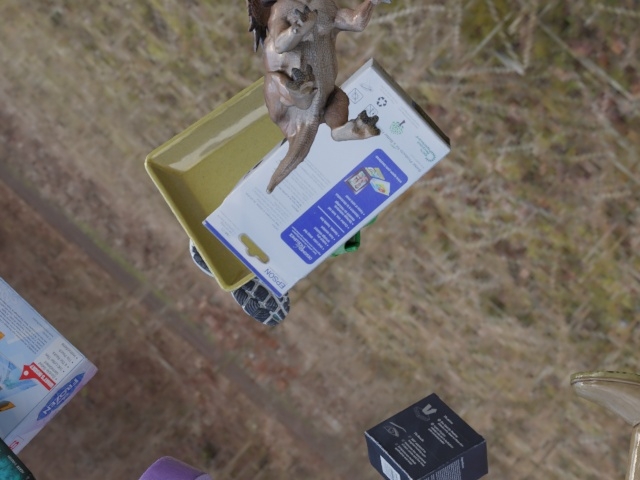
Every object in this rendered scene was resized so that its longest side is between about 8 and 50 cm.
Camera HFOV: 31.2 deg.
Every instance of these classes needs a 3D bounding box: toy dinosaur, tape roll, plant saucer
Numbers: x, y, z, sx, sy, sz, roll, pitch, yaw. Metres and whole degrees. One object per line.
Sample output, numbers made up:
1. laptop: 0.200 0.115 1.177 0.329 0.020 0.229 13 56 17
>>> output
1. toy dinosaur: -0.025 -0.191 1.238 0.127 0.295 0.200 6 178 -30
2. tape roll: -0.310 0.559 2.200 0.090 0.274 0.275 22 164 16
3. plant saucer: -0.114 -0.109 2.162 0.332 0.333 0.081 55 179 21

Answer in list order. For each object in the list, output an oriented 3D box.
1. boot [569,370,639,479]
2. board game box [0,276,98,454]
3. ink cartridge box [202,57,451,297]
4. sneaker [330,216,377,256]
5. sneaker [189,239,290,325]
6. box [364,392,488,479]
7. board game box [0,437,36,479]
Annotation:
1. boot: 0.525 0.361 1.918 0.236 0.269 0.089 6 164 15
2. board game box: -0.492 0.164 1.381 0.319 0.318 0.066 40 166 18
3. ink cartridge box: 0.007 -0.084 1.603 0.165 0.333 0.065 46 -163 -13
4. sneaker: 0.000 0.000 1.918 0.124 0.109 0.295 17 154 -21
5. sneaker: -0.173 0.072 2.494 0.275 0.107 0.110 45 174 -12
6. box: 0.189 0.377 2.034 0.156 0.158 0.093 41 150 47
7. board game box: -0.409 0.242 1.238 0.186 0.126 0.026 35 152 34
